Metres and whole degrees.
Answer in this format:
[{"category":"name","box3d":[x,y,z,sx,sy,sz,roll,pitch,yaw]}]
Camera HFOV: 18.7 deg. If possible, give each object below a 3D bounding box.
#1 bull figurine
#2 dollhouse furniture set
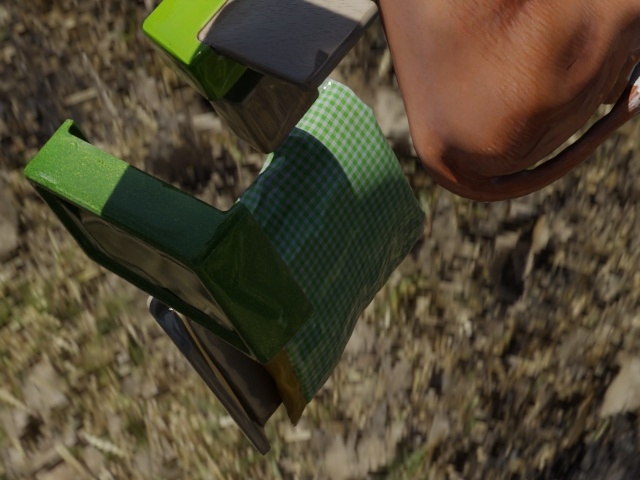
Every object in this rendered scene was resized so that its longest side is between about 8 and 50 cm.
[{"category":"bull figurine","box3d":[0.070,-0.175,0.771,0.188,0.101,0.310,-20,109,-20]},{"category":"dollhouse furniture set","box3d":[0.000,0.000,1.131,0.151,0.301,0.197,26,69,38]}]
